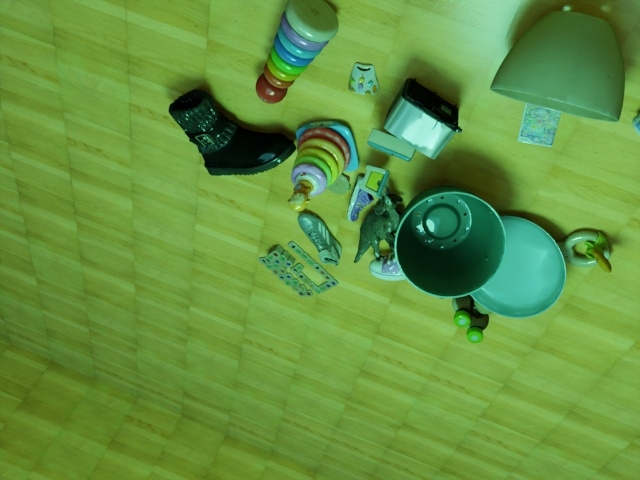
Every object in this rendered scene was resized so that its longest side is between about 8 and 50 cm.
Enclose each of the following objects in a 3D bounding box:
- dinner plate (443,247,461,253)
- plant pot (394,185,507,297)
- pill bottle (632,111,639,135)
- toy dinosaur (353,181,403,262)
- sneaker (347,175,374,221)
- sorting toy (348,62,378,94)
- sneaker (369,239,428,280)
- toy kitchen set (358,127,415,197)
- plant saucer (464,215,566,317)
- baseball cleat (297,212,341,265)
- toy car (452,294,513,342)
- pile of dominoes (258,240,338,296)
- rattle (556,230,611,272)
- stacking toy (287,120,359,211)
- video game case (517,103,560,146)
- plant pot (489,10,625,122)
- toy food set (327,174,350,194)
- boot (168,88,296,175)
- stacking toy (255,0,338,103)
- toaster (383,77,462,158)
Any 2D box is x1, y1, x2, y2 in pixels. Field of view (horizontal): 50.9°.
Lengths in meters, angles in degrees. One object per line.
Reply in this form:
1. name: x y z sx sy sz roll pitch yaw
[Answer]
1. dinner plate: 0.403 0.088 2.022 0.141 0.017 0.141 8 115 17
2. plant pot: 0.346 -0.019 1.867 0.292 0.235 0.293 1 108 3
3. pill bottle: 0.794 -0.296 1.542 0.078 0.078 0.137 32 137 -7
4. toy dinosaur: 0.188 -0.038 2.052 0.160 0.121 0.313 61 146 18
5. sneaker: 0.124 -0.117 2.043 0.071 0.068 0.170 16 137 0
6. sorting toy: 0.111 -0.427 1.773 0.083 0.045 0.075 12 116 15
7. sneaker: 0.281 0.034 2.099 0.281 0.102 0.161 -5 126 16
8. toy kitchen set: 0.176 -0.194 1.813 0.122 0.207 0.166 23 97 9
9. plant saucer: 0.558 0.074 1.967 0.317 0.043 0.318 13 116 30
10. baseball cleat: 0.000 0.000 2.181 0.072 0.109 0.206 -34 118 28
11. toy car: 0.524 0.204 2.115 0.188 0.155 0.149 -28 116 27
12. pile of dominoes: -0.087 0.118 2.388 0.251 0.040 0.196 43 134 -17
13. rattle: 0.709 0.063 1.891 0.199 0.143 0.130 -12 144 26
14. stacking toy: -0.022 -0.186 1.870 0.175 0.302 0.166 2 132 25
15. video game case: 0.554 -0.296 1.704 0.087 0.011 0.122 12 136 14
16. plant pot: 0.536 -0.388 1.470 0.284 0.284 0.191 17 102 10
17. toy food set: 0.052 -0.175 2.051 0.083 0.020 0.082 36 136 -10
18. boot: -0.264 -0.324 1.975 0.347 0.131 0.260 -4 129 29
19. stacking toy: -0.085 -0.479 1.756 0.141 0.141 0.330 34 142 -9
20. toaster: 0.260 -0.308 1.700 0.168 0.186 0.110 30 120 -6
